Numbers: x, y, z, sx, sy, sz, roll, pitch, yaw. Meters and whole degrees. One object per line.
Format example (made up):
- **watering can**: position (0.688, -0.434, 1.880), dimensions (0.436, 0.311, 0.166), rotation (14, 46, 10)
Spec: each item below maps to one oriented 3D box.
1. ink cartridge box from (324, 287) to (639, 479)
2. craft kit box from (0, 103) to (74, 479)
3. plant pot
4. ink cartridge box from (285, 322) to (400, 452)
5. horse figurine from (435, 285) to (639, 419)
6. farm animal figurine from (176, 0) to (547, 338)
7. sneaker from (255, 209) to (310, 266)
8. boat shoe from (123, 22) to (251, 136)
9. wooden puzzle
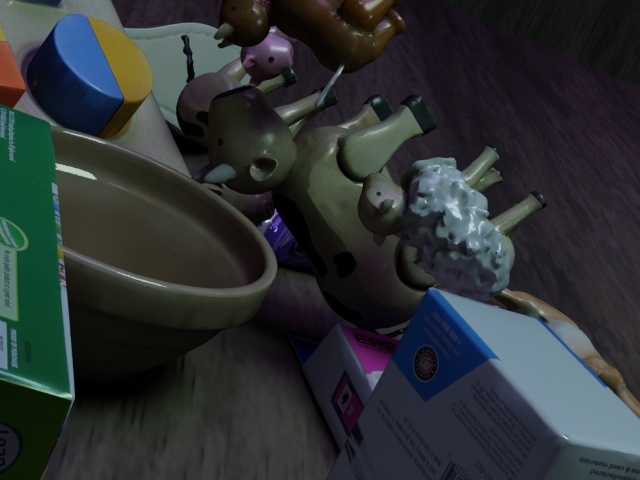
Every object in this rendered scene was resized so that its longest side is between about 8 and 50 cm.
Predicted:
- **ink cartridge box**: position (0.073, 0.152, 0.807), dimensions (0.086, 0.203, 0.148), rotation (15, 20, -32)
- **craft kit box**: position (-0.166, 0.095, 0.594), dimensions (0.061, 0.247, 0.250), rotation (21, 19, -20)
- **plant pot**: position (-0.158, 0.018, 1.032), dimensions (0.237, 0.110, 0.237), rotation (22, 19, -8)
- **ink cartridge box**: position (0.101, 0.151, 1.078), dimensions (0.175, 0.069, 0.371), rotation (17, 17, -22)
- **horse figurine**: position (0.187, 0.095, 1.314), dimensions (0.174, 0.066, 0.263), rotation (23, 11, -36)
- **farm animal figurine**: position (-0.013, -0.060, 1.191), dimensions (0.327, 0.172, 0.330), rotation (53, -15, 0)
- **sneaker**: position (0.000, 0.000, 1.357), dimensions (0.071, 0.068, 0.170), rotation (43, 25, 27)
- **boat shoe**: position (-0.181, -0.152, 1.477), dimensions (0.096, 0.117, 0.324), rotation (2, 4, 35)
- **wooden puzzle**: position (-0.262, -0.187, 1.199), dimensions (0.348, 0.080, 0.322), rotation (8, 47, -48)
